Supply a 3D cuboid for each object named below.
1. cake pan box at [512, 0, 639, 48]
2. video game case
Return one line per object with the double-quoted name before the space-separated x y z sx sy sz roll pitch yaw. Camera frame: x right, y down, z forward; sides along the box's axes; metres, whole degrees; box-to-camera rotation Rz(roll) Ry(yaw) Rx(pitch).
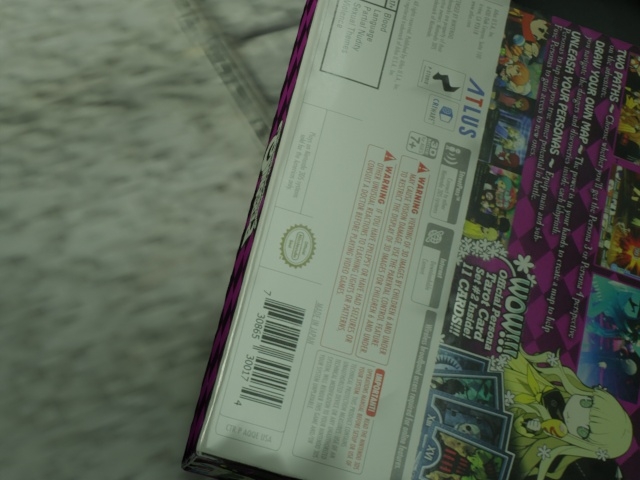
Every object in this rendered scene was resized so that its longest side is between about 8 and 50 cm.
"cake pan box" 0.133 -0.158 0.746 0.245 0.070 0.267 10 55 -9
"video game case" 0.072 0.011 0.580 0.210 0.042 0.232 17 68 -10
